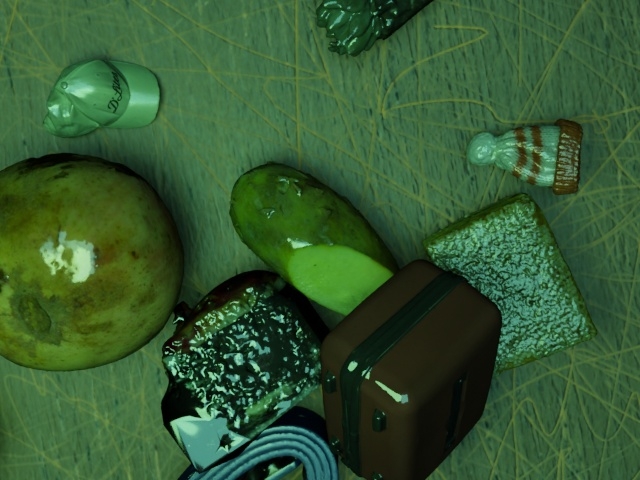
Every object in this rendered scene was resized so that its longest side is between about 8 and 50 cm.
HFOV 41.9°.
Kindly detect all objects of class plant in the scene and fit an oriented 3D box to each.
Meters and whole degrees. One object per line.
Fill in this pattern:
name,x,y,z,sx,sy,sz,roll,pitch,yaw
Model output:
plant,0.075,-0.353,1.182,0.194,0.129,0.132,-34,93,0

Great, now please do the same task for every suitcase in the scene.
suitcase,0.121,0.191,1.138,0.161,0.297,0.236,34,60,29

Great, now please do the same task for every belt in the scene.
belt,-0.114,0.410,1.275,0.347,0.117,0.212,-44,94,3

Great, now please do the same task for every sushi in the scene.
sushi,-0.118,0.162,1.195,0.227,0.215,0.212,-35,95,4

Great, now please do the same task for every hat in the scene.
hat,0.297,-0.127,1.229,0.162,0.093,0.112,7,85,5
hat,-0.322,-0.204,1.226,0.166,0.081,0.122,6,99,-11

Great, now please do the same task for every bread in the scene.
bread,0.279,0.065,1.243,0.184,0.110,0.234,-25,94,6

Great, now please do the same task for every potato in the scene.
potato,0.000,0.000,1.197,0.298,0.176,0.141,34,125,0

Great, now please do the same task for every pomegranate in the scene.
pomegranate,-0.347,0.031,1.148,0.322,0.322,0.322,0,97,0
